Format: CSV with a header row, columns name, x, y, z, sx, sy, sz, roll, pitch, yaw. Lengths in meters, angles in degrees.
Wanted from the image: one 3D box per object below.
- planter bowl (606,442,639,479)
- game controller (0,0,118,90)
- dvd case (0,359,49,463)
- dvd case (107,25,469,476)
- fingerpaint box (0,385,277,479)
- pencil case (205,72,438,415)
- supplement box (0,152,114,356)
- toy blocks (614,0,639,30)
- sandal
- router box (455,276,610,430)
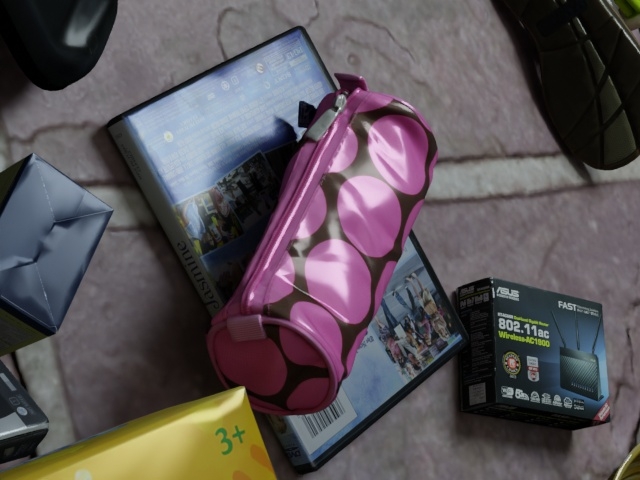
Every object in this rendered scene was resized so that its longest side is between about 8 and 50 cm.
name,x,y,z,sx,sy,sz,roll,pitch,yaw
planter bowl,0.237,0.247,1.068,0.217,0.090,0.217,14,67,-37
game controller,-0.174,-0.234,0.803,0.319,0.067,0.166,69,33,-45
dvd case,-0.257,0.047,0.666,0.179,0.029,0.238,47,28,21
dvd case,-0.013,0.000,0.987,0.180,0.022,0.253,-34,98,-43
fingerpaint box,-0.171,0.311,0.648,0.445,0.163,0.371,-17,86,-43
pencil case,0.000,0.000,0.921,0.098,0.095,0.209,72,31,-48
supplement box,-0.168,0.011,0.808,0.056,0.083,0.083,37,54,-25
toy blocks,0.235,-0.266,1.267,0.148,0.054,0.123,42,52,-22
sandal,0.201,-0.163,1.199,0.219,0.090,0.060,59,26,1
router box,0.154,0.083,1.089,0.122,0.038,0.092,13,66,-37
